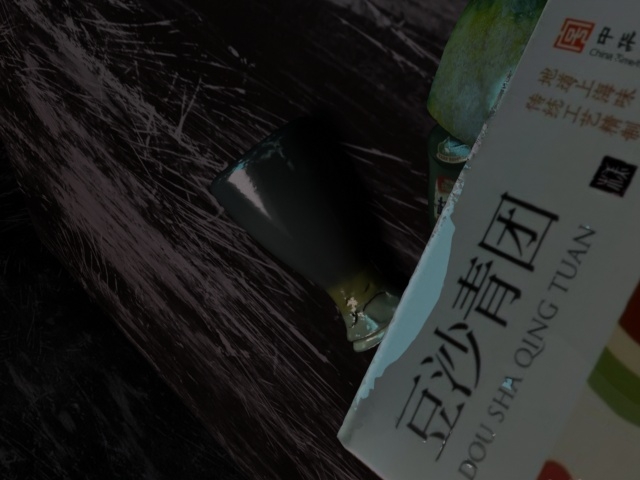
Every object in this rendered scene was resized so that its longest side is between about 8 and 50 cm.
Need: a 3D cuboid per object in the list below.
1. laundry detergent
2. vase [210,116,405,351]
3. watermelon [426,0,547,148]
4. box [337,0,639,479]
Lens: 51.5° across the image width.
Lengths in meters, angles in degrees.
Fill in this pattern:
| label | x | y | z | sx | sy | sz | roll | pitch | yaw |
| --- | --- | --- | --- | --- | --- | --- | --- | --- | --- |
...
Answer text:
| label | x | y | z | sx | sy | sz | roll | pitch | yaw |
| --- | --- | --- | --- | --- | --- | --- | --- | --- | --- |
| laundry detergent | 0.177 | -0.065 | 0.715 | 0.144 | 0.078 | 0.222 | 22 | 133 | 42 |
| vase | 0.000 | 0.000 | 0.953 | 0.321 | 0.173 | 0.173 | 55 | 150 | -6 |
| watermelon | 0.246 | -0.124 | 0.509 | 0.305 | 0.224 | 0.180 | 32 | -174 | 32 |
| box | 0.240 | 0.047 | 0.286 | 0.385 | 0.122 | 0.345 | 30 | 100 | 38 |
